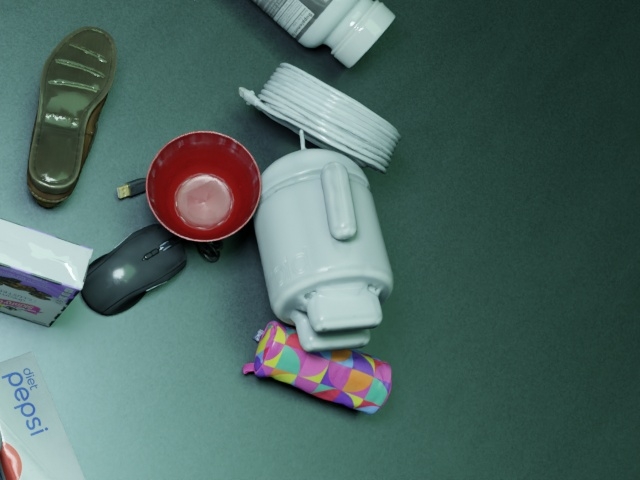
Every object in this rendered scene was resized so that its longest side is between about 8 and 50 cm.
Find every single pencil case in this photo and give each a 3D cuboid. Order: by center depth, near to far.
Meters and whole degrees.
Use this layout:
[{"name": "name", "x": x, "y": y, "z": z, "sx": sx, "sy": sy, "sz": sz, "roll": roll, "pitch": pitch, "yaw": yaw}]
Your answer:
[{"name": "pencil case", "x": -0.001, "y": 0.210, "z": 1.994, "sx": 0.236, "sy": 0.104, "sz": 0.104, "roll": 21, "pitch": 62, "yaw": -15}]

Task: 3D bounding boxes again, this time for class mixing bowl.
[{"name": "mixing bowl", "x": -0.187, "y": -0.075, "z": 1.947, "sx": 0.181, "sy": 0.098, "sz": 0.181, "roll": 1, "pitch": 76, "yaw": -6}]

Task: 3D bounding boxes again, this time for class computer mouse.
[{"name": "computer mouse", "x": -0.289, "y": -0.007, "z": 1.957, "sx": 0.262, "sy": 0.060, "sz": 0.184, "roll": -29, "pitch": 86, "yaw": -32}]

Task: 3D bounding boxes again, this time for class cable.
[{"name": "cable", "x": 0.016, "y": -0.207, "z": 2.083, "sx": 0.257, "sy": 0.257, "sz": 0.089, "roll": 28, "pitch": 91, "yaw": -49}]

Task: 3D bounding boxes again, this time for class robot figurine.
[{"name": "robot figurine", "x": 0.000, "y": 0.000, "z": 1.949, "sx": 0.200, "sy": 0.300, "sz": 0.353, "roll": -2, "pitch": 60, "yaw": -20}]

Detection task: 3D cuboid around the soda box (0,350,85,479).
[{"name": "soda box", "x": -0.414, "y": 0.313, "z": 1.747, "sx": 0.098, "sy": 0.091, "sz": 0.286, "roll": -19, "pitch": 79, "yaw": -30}]

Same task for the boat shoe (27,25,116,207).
[{"name": "boat shoe", "x": -0.410, "y": -0.200, "z": 1.952, "sx": 0.111, "sy": 0.104, "sz": 0.307, "roll": 19, "pitch": 64, "yaw": -9}]

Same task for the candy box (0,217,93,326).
[{"name": "candy box", "x": -0.442, "y": 0.047, "z": 1.777, "sx": 0.165, "sy": 0.196, "sz": 0.070, "roll": 20, "pitch": 63, "yaw": -18}]

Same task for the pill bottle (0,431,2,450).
[{"name": "pill bottle", "x": -0.612, "y": 0.321, "z": 1.576, "sx": 0.210, "sy": 0.210, "sz": 0.363, "roll": 47, "pitch": 58, "yaw": -3}]

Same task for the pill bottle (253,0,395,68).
[{"name": "pill bottle", "x": -0.024, "y": -0.464, "z": 2.203, "sx": 0.318, "sy": 0.176, "sz": 0.176, "roll": 41, "pitch": 58, "yaw": -7}]
